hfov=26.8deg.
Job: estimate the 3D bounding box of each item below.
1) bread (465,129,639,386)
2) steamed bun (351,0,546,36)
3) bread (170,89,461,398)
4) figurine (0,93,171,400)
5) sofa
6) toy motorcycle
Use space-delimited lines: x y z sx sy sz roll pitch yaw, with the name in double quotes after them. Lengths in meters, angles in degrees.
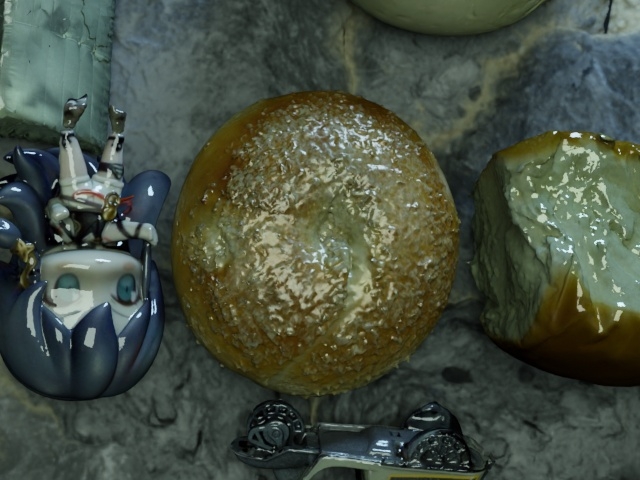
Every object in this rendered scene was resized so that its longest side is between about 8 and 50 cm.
0.288 0.027 1.280 0.279 0.250 0.225 5 79 -7 "bread"
0.126 -0.371 1.322 0.334 0.233 0.312 26 81 0 "steamed bun"
0.000 0.000 1.302 0.306 0.159 0.305 1 82 -10 "bread"
-0.227 0.018 1.264 0.175 0.197 0.265 7 73 -2 "figurine"
-0.337 -0.192 1.337 0.225 0.176 0.210 -2 82 23 "sofa"
0.042 0.233 1.301 0.263 0.091 0.157 5 106 -4 "toy motorcycle"
